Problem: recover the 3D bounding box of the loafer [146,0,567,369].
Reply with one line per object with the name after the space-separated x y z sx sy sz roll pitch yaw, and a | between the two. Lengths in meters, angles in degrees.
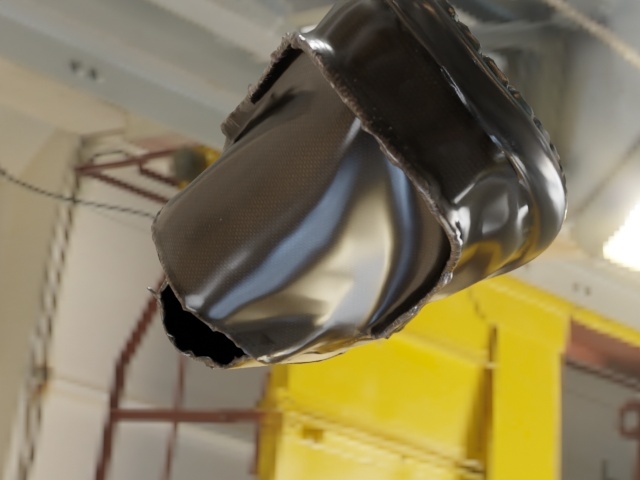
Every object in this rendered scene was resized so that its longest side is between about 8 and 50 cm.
0.000 0.000 0.503 0.078 0.220 0.080 -35 -99 -17 | loafer
